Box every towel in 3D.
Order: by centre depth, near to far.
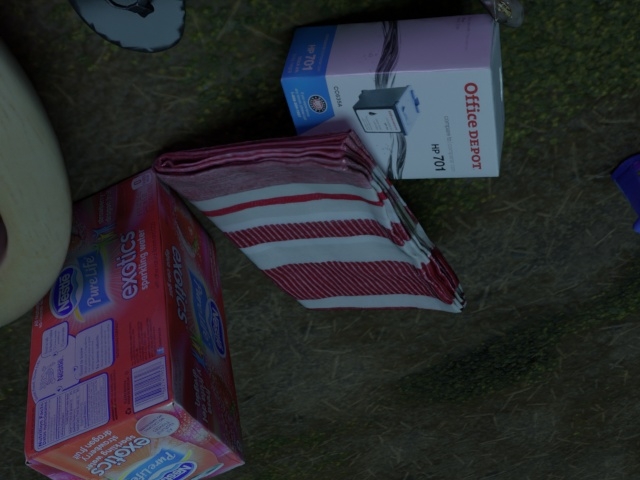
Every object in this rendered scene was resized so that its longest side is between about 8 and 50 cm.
[{"bbox_3d":[0.000,0.000,0.906,0.237,0.037,0.329,-3,148,31],"label":"towel"}]

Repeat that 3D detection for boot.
[{"bbox_3d":[0.127,-0.238,0.705,0.037,0.114,0.106,-38,133,23],"label":"boot"}]

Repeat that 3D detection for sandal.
[{"bbox_3d":[-0.181,-0.248,0.652,0.097,0.054,0.254,-18,138,3],"label":"sandal"}]

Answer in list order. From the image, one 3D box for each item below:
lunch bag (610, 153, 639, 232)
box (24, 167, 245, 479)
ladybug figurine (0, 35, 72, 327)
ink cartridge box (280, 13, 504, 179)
[{"bbox_3d":[0.501,-0.017,0.969,0.293,0.221,0.138,2,135,-18],"label":"lunch bag"},{"bbox_3d":[-0.188,0.094,0.832,0.154,0.300,0.142,-23,137,8],"label":"box"},{"bbox_3d":[-0.373,-0.094,0.682,0.305,0.162,0.449,-11,138,-3],"label":"ladybug figurine"},{"bbox_3d":[0.074,-0.132,0.787,0.190,0.082,0.140,1,141,17],"label":"ink cartridge box"}]
